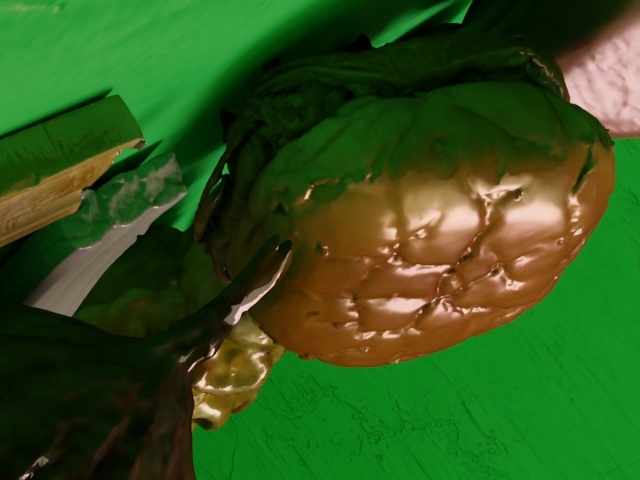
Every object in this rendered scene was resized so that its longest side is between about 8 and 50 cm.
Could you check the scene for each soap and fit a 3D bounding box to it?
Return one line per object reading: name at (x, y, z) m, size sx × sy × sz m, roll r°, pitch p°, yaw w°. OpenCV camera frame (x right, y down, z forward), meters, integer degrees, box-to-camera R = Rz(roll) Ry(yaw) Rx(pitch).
soap at (-0.202, -0.010, 1.070) m, size 0.092 × 0.037 × 0.252 m, roll -42°, pitch 172°, yaw 40°

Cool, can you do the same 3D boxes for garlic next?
garlic at (0.258, -0.235, 1.559) m, size 0.340 × 0.246 × 0.231 m, roll -56°, pitch -151°, yaw 31°

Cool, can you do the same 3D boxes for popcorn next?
popcorn at (-0.147, 0.092, 1.650) m, size 0.225 × 0.173 × 0.286 m, roll -29°, pitch 175°, yaw -20°

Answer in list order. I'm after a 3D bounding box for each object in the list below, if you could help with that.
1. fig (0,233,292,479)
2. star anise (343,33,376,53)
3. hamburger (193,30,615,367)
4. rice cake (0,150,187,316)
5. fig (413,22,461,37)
fig at (-0.164, 0.117, 1.291) m, size 0.369 × 0.286 × 0.286 m, roll -45°, pitch 174°, yaw 10°
star anise at (0.015, -0.069, 1.533) m, size 0.140 × 0.158 × 0.144 m, roll -1°, pitch -123°, yaw 31°
hamburger at (0.055, -0.021, 1.443) m, size 0.319 × 0.158 × 0.318 m, roll -13°, pitch 149°, yaw -8°
rice cake at (-0.185, 0.020, 1.418) m, size 0.127 × 0.043 × 0.237 m, roll -30°, pitch 172°, yaw -44°
fig at (0.088, -0.106, 1.685) m, size 0.185 × 0.126 × 0.133 m, roll -36°, pitch -170°, yaw -37°
